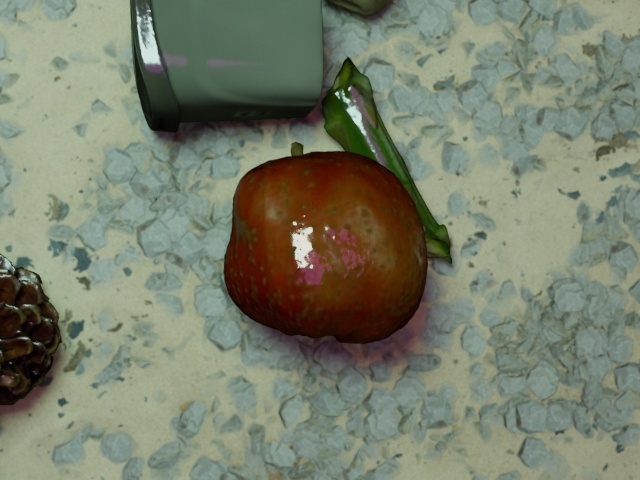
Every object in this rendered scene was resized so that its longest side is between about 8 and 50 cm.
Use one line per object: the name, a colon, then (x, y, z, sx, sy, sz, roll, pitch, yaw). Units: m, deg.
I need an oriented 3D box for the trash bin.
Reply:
trash bin: (-0.134, -0.265, 1.177, 0.250, 0.220, 0.219, -1, 88, -13)

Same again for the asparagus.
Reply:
asparagus: (0.093, -0.106, 1.251, 0.085, 0.082, 0.343, -27, 91, -42)

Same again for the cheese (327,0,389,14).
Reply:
cheese: (0.063, -0.439, 1.201, 0.117, 0.235, 0.218, 24, 60, 16)

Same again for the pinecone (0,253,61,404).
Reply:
pinecone: (-0.454, 0.128, 1.126, 0.221, 0.221, 0.221, 0, 87, -5)

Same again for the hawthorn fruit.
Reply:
hawthorn fruit: (0.000, 0.000, 1.150, 0.275, 0.275, 0.300, -11, 75, -6)
